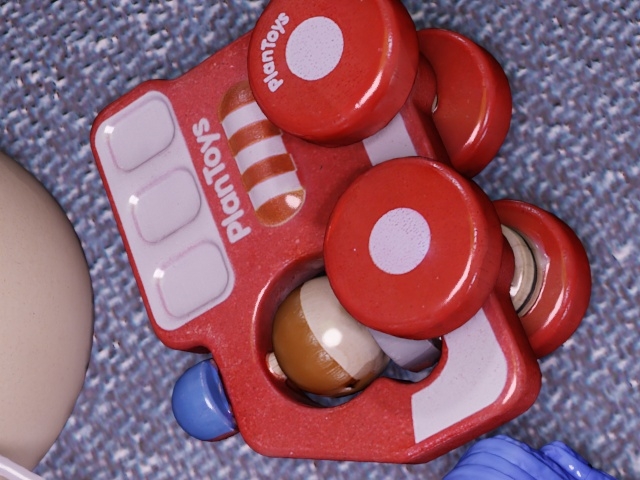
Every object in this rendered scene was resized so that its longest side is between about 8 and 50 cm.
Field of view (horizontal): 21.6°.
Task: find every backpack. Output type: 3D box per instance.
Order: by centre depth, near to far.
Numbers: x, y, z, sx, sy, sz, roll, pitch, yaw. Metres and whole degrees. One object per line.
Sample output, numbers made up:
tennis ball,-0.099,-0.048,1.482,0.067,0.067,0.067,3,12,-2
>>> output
backpack,0.120,0.167,0.955,0.120,0.098,0.101,30,48,6

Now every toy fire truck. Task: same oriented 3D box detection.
toy fire truck,0.000,0.000,1.014,0.254,0.169,0.302,-30,68,23

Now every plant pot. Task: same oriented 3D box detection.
plant pot,-0.297,0.031,1.012,0.284,0.191,0.284,-2,71,6

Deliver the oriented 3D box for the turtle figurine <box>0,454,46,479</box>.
turtle figurine,-0.060,0.232,0.898,0.266,0.198,0.275,-10,89,-6
